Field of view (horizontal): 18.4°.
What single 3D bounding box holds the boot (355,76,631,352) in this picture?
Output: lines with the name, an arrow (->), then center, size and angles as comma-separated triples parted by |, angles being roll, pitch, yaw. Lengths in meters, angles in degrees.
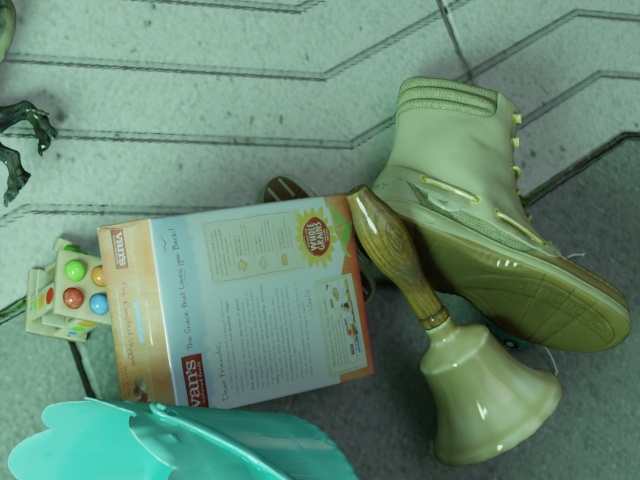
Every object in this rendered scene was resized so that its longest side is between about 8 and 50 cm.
boot -> 0.168, -0.026, 1.766 | 0.262, 0.095, 0.203 | 24, 47, -9

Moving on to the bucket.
bucket -> -0.097, 0.245, 1.410 | 0.183, 0.281, 0.281 | 0, 72, -38

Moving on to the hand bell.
hand bell -> 0.092, 0.056, 1.659 | 0.126, 0.126, 0.242 | -45, 112, -37

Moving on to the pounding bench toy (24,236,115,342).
pounding bench toy -> -0.192, 0.029, 1.547 | 0.052, 0.065, 0.083 | 14, 65, -29

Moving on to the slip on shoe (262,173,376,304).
slip on shoe -> 0.000, 0.000, 1.706 | 0.135, 0.051, 0.041 | 48, 12, 1

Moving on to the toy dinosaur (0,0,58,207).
toy dinosaur -> -0.269, -0.094, 1.549 | 0.118, 0.064, 0.268 | 36, 53, -9

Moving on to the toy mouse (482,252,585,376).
toy mouse -> 0.200, 0.055, 1.822 | 0.161, 0.031, 0.143 | -11, 79, -36

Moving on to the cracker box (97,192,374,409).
cracker box -> -0.064, 0.050, 1.580 | 0.232, 0.067, 0.156 | -8, 91, -48
